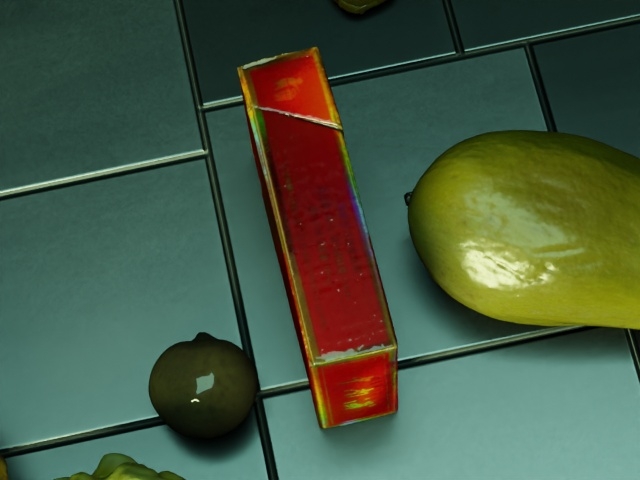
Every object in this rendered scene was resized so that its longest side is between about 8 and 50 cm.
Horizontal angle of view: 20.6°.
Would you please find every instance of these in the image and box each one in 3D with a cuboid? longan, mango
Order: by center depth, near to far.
[{"bbox_3d":[-0.113,0.137,1.692,0.113,0.092,0.113,-13,52,17],"label":"longan"},{"bbox_3d":[0.246,-0.010,1.715,0.331,0.142,0.195,6,72,-3],"label":"mango"}]

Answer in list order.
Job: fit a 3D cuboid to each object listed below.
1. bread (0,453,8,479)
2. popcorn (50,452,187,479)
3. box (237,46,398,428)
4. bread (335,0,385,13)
[{"bbox_3d":[-0.386,0.224,1.620,0.179,0.194,0.340,-33,71,-17],"label":"bread"},{"bbox_3d":[-0.181,0.326,1.531,0.215,0.252,0.286,10,108,-3],"label":"popcorn"},{"bbox_3d":[0.000,0.000,1.685,0.089,0.197,0.313,-14,67,-2],"label":"box"},{"bbox_3d":[0.045,-0.284,1.886,0.081,0.046,0.083,23,68,6],"label":"bread"}]
